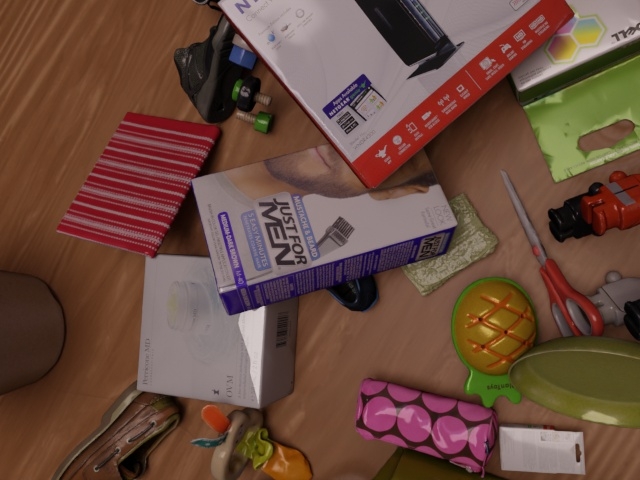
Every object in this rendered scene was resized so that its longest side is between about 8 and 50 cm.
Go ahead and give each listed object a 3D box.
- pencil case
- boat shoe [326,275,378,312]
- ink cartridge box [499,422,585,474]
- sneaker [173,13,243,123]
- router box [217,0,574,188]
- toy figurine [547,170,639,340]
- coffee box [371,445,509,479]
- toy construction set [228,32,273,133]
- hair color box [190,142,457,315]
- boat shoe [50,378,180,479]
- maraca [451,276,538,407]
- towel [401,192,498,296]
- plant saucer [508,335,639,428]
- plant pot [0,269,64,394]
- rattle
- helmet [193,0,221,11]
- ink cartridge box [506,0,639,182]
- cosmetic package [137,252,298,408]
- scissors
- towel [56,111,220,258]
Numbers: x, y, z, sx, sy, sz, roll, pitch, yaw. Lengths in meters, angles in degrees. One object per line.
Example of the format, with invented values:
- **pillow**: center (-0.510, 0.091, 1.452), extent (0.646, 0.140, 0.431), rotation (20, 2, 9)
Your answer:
- **pencil case**: center (0.153, 0.274, 0.940), extent (0.209, 0.095, 0.098), rotation (10, 79, 23)
- **boat shoe**: center (0.000, 0.000, 1.009), extent (0.258, 0.089, 0.109), rotation (44, 101, 16)
- **ink cartridge box**: center (0.319, 0.301, 0.914), extent (0.115, 0.029, 0.063), rotation (-3, 86, 18)
- **sneaker**: center (-0.182, -0.323, 1.061), extent (0.130, 0.087, 0.228), rotation (47, 135, 20)
- **router box**: center (0.093, -0.287, 0.813), extent (0.335, 0.082, 0.301), rotation (-41, 96, 4)
- **toy figurine**: center (0.411, 0.012, 0.804), extent (0.148, 0.213, 0.210), rotation (-20, 84, 1)
- **coffee box**: center (0.189, 0.500, 0.788), extent (0.337, 0.338, 0.335), rotation (12, 91, 19)
- **toy construction set**: center (0.018, -0.320, 0.977), extent (0.237, 0.257, 0.309), rotation (20, 81, 3)
- **hair color box**: center (0.002, -0.034, 0.916), extent (0.338, 0.110, 0.185), rotation (-15, 66, -8)
- **boat shoe**: center (-0.366, 0.387, 1.110), extent (0.104, 0.110, 0.307), rotation (40, 101, 18)
- **maraca**: center (0.252, 0.145, 0.908), extent (0.127, 0.099, 0.186), rotation (-6, 91, 0)
- **towel**: center (0.186, 0.005, 0.976), extent (0.148, 0.027, 0.110), rotation (-36, 76, 16)
- **plant saucer**: center (0.368, 0.180, 0.816), extent (0.240, 0.241, 0.037), rotation (7, 60, 20)
- **plant pot**: center (-0.643, 0.167, 1.116), extent (0.333, 0.305, 0.334), rotation (-1, 88, 19)
- **rattle**: center (-0.103, 0.327, 0.972), extent (0.142, 0.200, 0.130), rotation (39, 64, 25)
- **helmet**: center (-0.142, -0.462, 1.042), extent (0.169, 0.169, 0.162), rotation (31, 115, 18)
- **ink cartridge box**: center (0.368, -0.238, 0.886), extent (0.188, 0.097, 0.255), rotation (-23, 79, 17)
- **cosmetic package**: center (-0.166, 0.138, 1.038), extent (0.224, 0.138, 0.224), rotation (2, 88, 21)
- **scissors**: center (0.321, 0.035, 0.921), extent (0.021, 0.109, 0.297), rotation (-19, 57, -6)
- **towel**: center (-0.307, -0.105, 1.090), extent (0.198, 0.031, 0.275), rotation (12, 63, 19)
